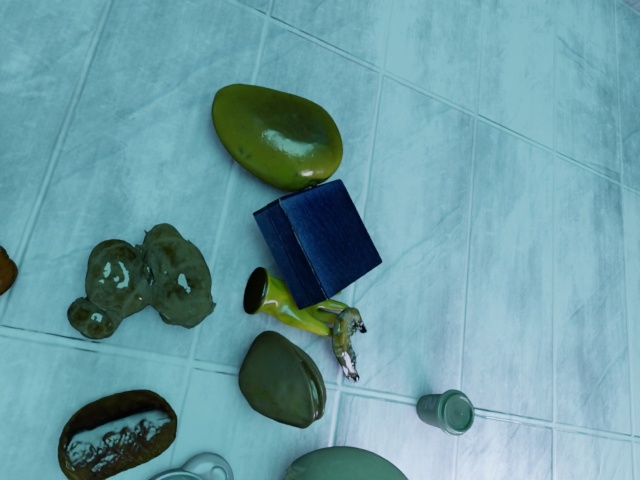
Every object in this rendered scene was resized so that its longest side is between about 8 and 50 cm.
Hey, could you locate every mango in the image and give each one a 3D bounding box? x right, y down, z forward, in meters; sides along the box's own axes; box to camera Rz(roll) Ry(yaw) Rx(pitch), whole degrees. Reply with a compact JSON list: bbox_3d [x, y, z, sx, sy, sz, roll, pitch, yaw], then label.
[{"bbox_3d":[-0.110,-0.274,1.276,0.365,0.182,0.252,31,67,-18],"label":"mango"}]

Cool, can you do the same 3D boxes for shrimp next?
[{"bbox_3d":[0.084,0.268,1.291,0.150,0.051,0.217,-49,133,-48],"label":"shrimp"}]

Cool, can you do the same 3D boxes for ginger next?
[{"bbox_3d":[-0.391,0.092,1.075,0.304,0.155,0.244,-10,89,-20],"label":"ginger"}]

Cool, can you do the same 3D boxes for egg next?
[{"bbox_3d":[0.069,0.610,1.097,0.336,0.278,0.278,17,71,-18],"label":"egg"}]

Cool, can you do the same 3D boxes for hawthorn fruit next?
[{"bbox_3d":[-0.667,0.061,0.944,0.138,0.133,0.132,-35,95,-18],"label":"hawthorn fruit"}]

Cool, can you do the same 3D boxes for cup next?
[{"bbox_3d":[0.336,0.464,1.346,0.120,0.141,0.120,5,76,-22],"label":"cup"}]

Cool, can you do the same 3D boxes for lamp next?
[{"bbox_3d":[-0.285,0.558,1.028,0.246,0.108,0.179,-39,101,-29],"label":"lamp"}]

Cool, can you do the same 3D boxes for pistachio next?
[{"bbox_3d":[-0.081,0.310,1.110,0.163,0.261,0.212,-19,96,-39],"label":"pistachio"}]

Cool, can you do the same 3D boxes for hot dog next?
[{"bbox_3d":[-0.410,0.396,1.008,0.227,0.099,0.160,-6,81,-29],"label":"hot dog"}]

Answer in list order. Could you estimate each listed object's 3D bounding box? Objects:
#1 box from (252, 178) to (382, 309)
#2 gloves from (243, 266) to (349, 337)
[{"bbox_3d":[0.000,0.000,1.256,0.279,0.116,0.261,-26,91,-53],"label":"box"},{"bbox_3d":[-0.040,0.162,1.260,0.294,0.116,0.133,20,77,-29],"label":"gloves"}]
